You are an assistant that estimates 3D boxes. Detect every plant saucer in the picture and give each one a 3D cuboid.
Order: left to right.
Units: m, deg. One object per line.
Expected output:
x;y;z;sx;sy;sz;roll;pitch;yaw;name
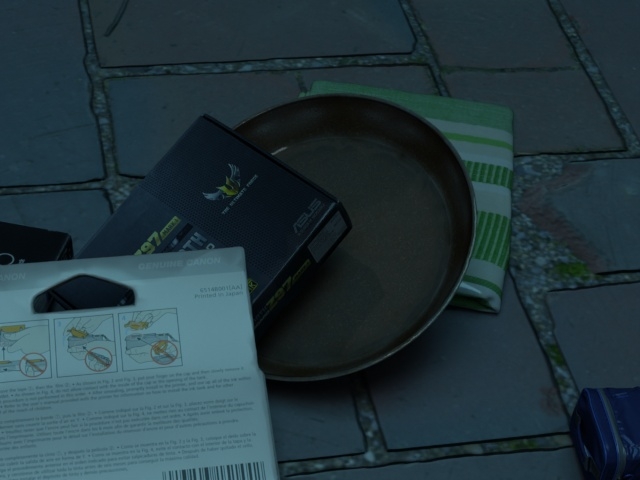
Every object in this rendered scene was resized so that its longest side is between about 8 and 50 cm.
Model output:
0.000;0.000;1.449;0.311;0.050;0.310;-7;60;13;plant saucer

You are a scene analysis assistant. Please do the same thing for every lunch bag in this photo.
0.259;0.181;1.343;0.065;0.067;0.098;-1;44;-8;lunch bag

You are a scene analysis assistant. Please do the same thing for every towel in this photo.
0.082;-0.055;1.608;0.248;0.038;0.325;8;41;1;towel

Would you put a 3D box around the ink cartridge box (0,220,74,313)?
-0.362;0.053;1.412;0.208;0.045;0.206;8;41;8;ink cartridge box

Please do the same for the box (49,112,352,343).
-0.112;0.016;1.408;0.183;0.059;0.232;34;77;29;box

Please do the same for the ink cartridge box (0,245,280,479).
-0.194;0.140;1.279;0.296;0.066;0.261;-4;56;-8;ink cartridge box
